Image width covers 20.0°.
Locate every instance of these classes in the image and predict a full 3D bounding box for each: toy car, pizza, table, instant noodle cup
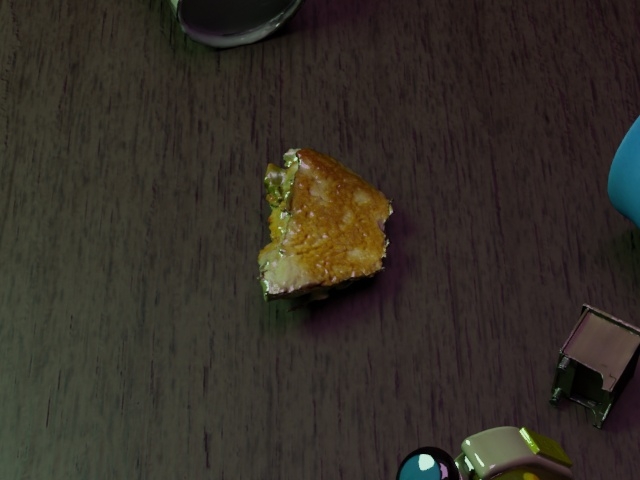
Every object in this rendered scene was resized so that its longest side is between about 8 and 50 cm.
[{"bbox_3d":[0.140,0.304,1.572,0.248,0.204,0.198,-44,52,15],"label":"toy car"},{"bbox_3d":[0.000,0.000,1.964,0.147,0.069,0.226,18,49,-15],"label":"pizza"},{"bbox_3d":[0.277,0.129,1.842,0.070,0.083,0.082,26,56,17],"label":"table"},{"bbox_3d":[-0.123,-0.365,2.203,0.217,0.217,0.207,-14,56,-14],"label":"instant noodle cup"}]

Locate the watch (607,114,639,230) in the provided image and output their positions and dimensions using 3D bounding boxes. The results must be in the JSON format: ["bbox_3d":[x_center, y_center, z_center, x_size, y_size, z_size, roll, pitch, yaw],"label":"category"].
[{"bbox_3d":[0.462,-0.101,1.912,0.274,0.305,0.241,-18,49,-27],"label":"watch"}]
